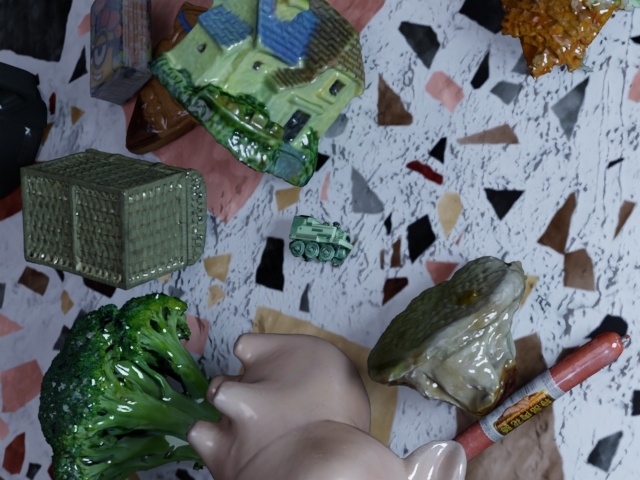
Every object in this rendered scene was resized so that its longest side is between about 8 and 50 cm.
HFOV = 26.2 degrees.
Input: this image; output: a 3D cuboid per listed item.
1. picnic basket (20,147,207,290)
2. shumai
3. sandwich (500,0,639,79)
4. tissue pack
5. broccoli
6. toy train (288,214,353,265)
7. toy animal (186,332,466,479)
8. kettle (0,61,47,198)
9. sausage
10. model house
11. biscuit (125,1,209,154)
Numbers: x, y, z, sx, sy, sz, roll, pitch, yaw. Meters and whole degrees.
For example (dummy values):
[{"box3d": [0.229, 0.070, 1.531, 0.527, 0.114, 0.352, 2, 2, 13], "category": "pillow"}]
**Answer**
[{"box3d": [-0.259, -0.034, 1.749, 0.196, 0.154, 0.134, 12, 110, 36], "category": "picnic basket"}, {"box3d": [0.154, 0.112, 1.442, 0.201, 0.201, 0.120, -33, 102, 24], "category": "shumai"}, {"box3d": [0.258, -0.280, 1.491, 0.185, 0.109, 0.160, 53, 128, 31], "category": "sandwich"}, {"box3d": [-0.272, -0.273, 1.860, 0.108, 0.060, 0.148, -30, 57, 52], "category": "tissue pack"}, {"box3d": [-0.208, 0.213, 1.633, 0.269, 0.269, 0.254, -5, 39, 34], "category": "broccoli"}, {"box3d": [0.000, 0.000, 1.632, 0.083, 0.033, 0.053, 6, 78, 36], "category": "toy train"}, {"box3d": [-0.011, 0.240, 1.452, 0.237, 0.269, 0.326, -61, 7, 30], "category": "toy animal"}, {"box3d": [-0.543, -0.176, 1.892, 0.262, 0.308, 0.203, 21, 91, 38], "category": "kettle"}, {"box3d": [0.218, 0.168, 1.433, 0.253, 0.034, 0.034, -39, 58, 22], "category": "sausage"}, {"box3d": [-0.056, -0.203, 1.616, 0.189, 0.214, 0.195, -50, 53, 13], "category": "model house"}, {"box3d": [-0.170, -0.223, 1.815, 0.280, 0.043, 0.183, -44, 54, 14], "category": "biscuit"}]
